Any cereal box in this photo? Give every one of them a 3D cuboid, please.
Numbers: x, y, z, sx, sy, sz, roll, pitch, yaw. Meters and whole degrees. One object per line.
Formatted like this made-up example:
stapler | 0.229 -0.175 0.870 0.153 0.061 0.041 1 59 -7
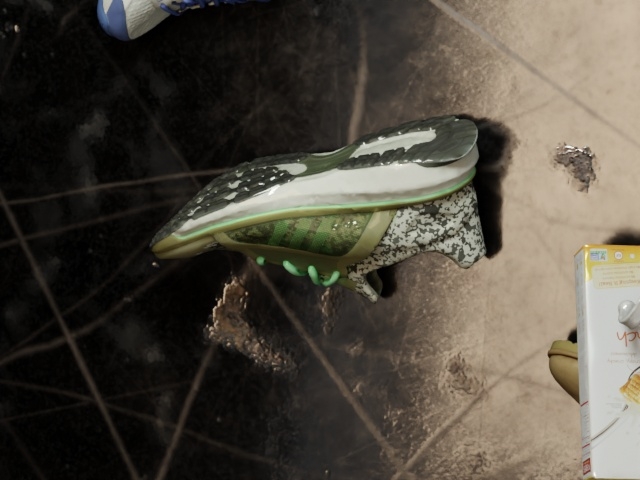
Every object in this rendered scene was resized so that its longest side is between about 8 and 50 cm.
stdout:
cereal box | 0.347 0.126 1.699 0.173 0.047 0.240 1 74 -7

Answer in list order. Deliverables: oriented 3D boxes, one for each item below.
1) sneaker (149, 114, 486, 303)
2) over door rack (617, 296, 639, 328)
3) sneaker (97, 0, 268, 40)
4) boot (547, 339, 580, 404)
sneaker | 0.000 0.000 1.852 0.410 0.158 0.182 -11 109 26
over door rack | 0.470 0.000 1.658 0.239 0.108 0.324 31 91 -4
sneaker | -0.120 -0.301 1.872 0.296 0.112 0.131 -38 82 20
boot | 0.284 0.264 1.731 0.236 0.089 0.269 28 79 15
